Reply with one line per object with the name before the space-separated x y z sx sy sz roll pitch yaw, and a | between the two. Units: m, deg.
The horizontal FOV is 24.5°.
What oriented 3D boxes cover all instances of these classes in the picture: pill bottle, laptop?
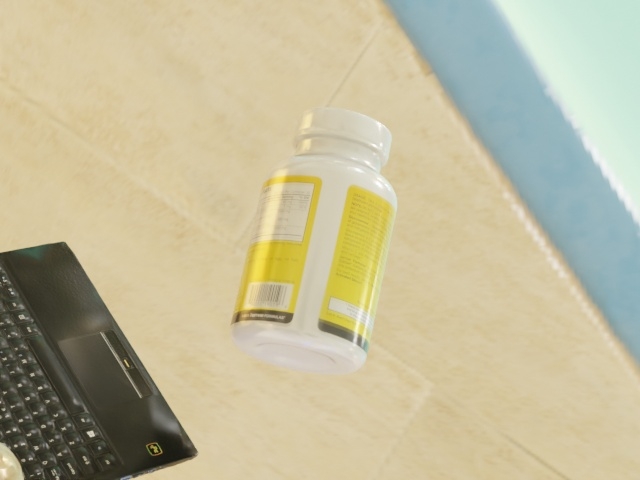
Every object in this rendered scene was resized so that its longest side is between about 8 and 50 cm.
pill bottle | 0.000 0.000 1.094 0.103 0.103 0.184 17 73 -14
laptop | -0.233 0.062 1.048 0.264 0.136 0.234 -11 52 -37

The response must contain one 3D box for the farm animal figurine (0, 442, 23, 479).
farm animal figurine | -0.172 0.159 0.603 0.172 0.330 0.327 -40 118 -2
